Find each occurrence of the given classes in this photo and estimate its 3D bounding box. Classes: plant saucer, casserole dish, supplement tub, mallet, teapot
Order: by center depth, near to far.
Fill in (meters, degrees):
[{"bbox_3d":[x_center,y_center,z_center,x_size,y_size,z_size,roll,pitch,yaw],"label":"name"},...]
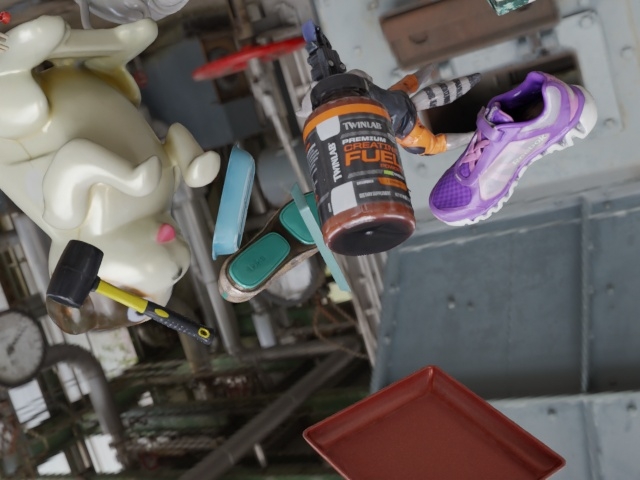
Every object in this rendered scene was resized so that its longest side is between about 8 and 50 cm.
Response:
[{"bbox_3d":[-0.181,0.055,0.845,0.190,0.062,0.039,23,162,-39],"label":"mallet"},{"bbox_3d":[0.038,-0.089,0.947,0.106,0.197,0.106,-10,156,-4],"label":"supplement tub"},{"bbox_3d":[0.151,0.297,1.141,0.259,0.047,0.258,-21,-142,-34],"label":"plant saucer"},{"bbox_3d":[0.000,0.000,1.266,0.018,0.192,0.067,-27,-139,2],"label":"plant saucer"},{"bbox_3d":[-0.133,-0.059,1.312,0.037,0.188,0.114,11,170,0],"label":"casserole dish"},{"bbox_3d":[-0.281,-0.457,1.375,0.187,0.256,0.252,25,-157,20],"label":"teapot"}]

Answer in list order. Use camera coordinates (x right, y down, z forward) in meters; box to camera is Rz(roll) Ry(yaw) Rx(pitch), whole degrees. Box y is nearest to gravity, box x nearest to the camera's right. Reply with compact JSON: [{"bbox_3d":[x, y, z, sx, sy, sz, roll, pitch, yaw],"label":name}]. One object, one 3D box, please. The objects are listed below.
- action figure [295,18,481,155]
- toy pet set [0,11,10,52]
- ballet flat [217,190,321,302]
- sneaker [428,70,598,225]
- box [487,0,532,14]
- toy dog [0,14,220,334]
[{"bbox_3d":[0.097,-0.259,1.433,0.330,0.341,0.178,-12,166,-37],"label":"action figure"},{"bbox_3d":[-0.436,-0.216,1.018,0.122,0.114,0.065,-24,155,37],"label":"toy pet set"},{"bbox_3d":[-0.070,0.008,1.516,0.316,0.107,0.106,-34,169,-34],"label":"ballet flat"},{"bbox_3d":[0.215,-0.118,1.020,0.236,0.095,0.104,-42,139,18],"label":"sneaker"},{"bbox_3d":[0.218,-0.355,0.655,0.232,0.322,0.058,-25,-128,1],"label":"box"},{"bbox_3d":[-0.341,-0.067,1.202,0.395,0.407,0.284,-24,-179,20],"label":"toy dog"}]
